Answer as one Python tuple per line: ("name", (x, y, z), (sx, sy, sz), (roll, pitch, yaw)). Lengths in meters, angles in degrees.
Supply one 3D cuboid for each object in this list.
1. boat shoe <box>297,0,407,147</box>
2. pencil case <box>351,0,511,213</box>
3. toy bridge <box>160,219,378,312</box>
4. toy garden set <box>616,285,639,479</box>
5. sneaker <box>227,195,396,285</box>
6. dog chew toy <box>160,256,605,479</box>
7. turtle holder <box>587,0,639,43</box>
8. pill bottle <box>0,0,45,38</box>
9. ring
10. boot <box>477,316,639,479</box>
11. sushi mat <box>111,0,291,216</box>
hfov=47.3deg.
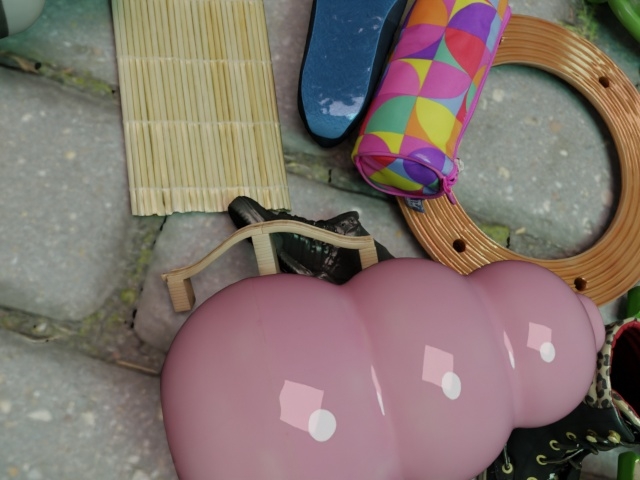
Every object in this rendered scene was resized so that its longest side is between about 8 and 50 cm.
("boat shoe", (0.026, -0.215, 0.726), (0.109, 0.089, 0.258), (23, 76, 3))
("pencil case", (0.110, -0.147, 0.693), (0.104, 0.104, 0.236), (23, 71, -10))
("toy bridge", (-0.046, 0.017, 0.628), (0.188, 0.026, 0.063), (-9, 108, 4))
("toy garden set", (0.379, 0.183, 0.703), (0.204, 0.049, 0.244), (37, 47, -13))
("sneaker", (0.001, 0.000, 0.680), (0.170, 0.051, 0.089), (45, 73, -12))
("dog chew toy", (0.054, 0.105, 0.563), (0.332, 0.206, 0.206), (-16, 81, -3))
("turtle holder", (0.462, -0.292, 0.797), (0.243, 0.227, 0.320), (-21, 83, -21))
("pill bottle", (-0.341, -0.240, 0.552), (0.363, 0.210, 0.210), (-24, 84, -21))
("ring", (0.224, -0.084, 0.780), (0.337, 0.032, 0.336), (4, 76, -17))
("boot", (0.216, 0.182, 0.631), (0.085, 0.178, 0.236), (10, 75, -14))
("sushi mat", (-0.119, -0.176, 0.705), (0.151, 0.019, 0.316), (-5, 78, -17))
